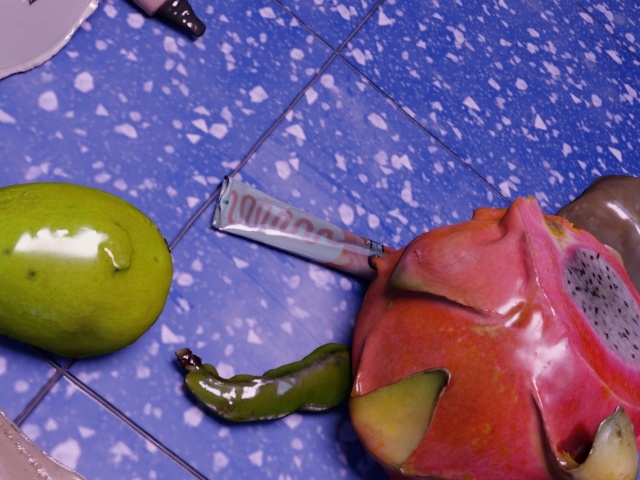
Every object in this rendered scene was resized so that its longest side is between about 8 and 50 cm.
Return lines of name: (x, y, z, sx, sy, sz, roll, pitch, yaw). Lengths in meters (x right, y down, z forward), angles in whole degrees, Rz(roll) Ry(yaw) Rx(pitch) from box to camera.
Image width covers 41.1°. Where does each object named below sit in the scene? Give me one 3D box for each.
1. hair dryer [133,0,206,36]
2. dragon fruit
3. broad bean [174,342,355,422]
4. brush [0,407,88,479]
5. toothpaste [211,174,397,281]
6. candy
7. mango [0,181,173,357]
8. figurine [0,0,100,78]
hair dryer: (-0.241, -0.307, 0.783, 0.344, 0.107, 0.189, 41, 47, -13)
dragon fruit: (0.176, 0.096, 0.708, 0.290, 0.189, 0.290, 25, 52, -36)
broad bean: (-0.021, 0.114, 0.686, 0.195, 0.046, 0.061, 4, 62, -31)
brush: (-0.185, 0.149, 0.539, 0.327, 0.065, 0.070, 48, 47, 4)
toothpaste: (0.000, 0.000, 0.784, 0.205, 0.036, 0.056, 21, 55, -17)
candy: (0.371, 0.035, 0.969, 0.104, 0.102, 0.234, -32, 84, -43)
mango: (-0.188, 0.016, 0.596, 0.178, 0.100, 0.119, 9, 57, -30)
figurine: (-0.275, -0.244, 0.694, 0.141, 0.166, 0.250, 31, 51, 14)
